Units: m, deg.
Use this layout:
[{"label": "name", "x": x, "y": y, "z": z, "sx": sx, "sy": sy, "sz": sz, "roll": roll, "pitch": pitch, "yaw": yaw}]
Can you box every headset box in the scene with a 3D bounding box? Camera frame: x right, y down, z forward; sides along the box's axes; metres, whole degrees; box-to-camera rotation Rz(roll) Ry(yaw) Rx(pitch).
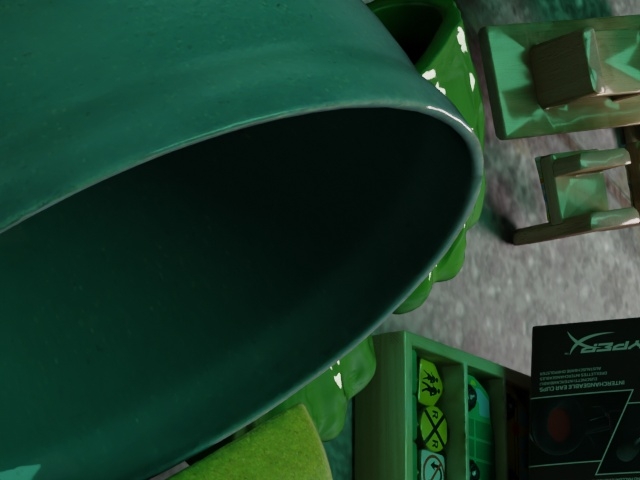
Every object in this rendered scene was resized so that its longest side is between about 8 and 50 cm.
[{"label": "headset box", "x": 0.199, "y": 0.222, "z": 1.147, "sx": 0.218, "sy": 0.110, "sz": 0.293, "roll": 54, "pitch": 36, "yaw": -55}]

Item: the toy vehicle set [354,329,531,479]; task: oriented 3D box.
[{"label": "toy vehicle set", "x": 0.080, "y": 0.199, "z": 1.104, "sx": 0.166, "sy": 0.035, "sz": 0.267, "roll": 21, "pitch": 64, "yaw": -51}]

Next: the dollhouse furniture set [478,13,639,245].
[{"label": "dollhouse furniture set", "x": 0.198, "y": -0.113, "z": 1.315, "sx": 0.242, "sy": 0.161, "sz": 0.212, "roll": -8, "pitch": 87, "yaw": -34}]

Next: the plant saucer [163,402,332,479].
[{"label": "plant saucer", "x": -0.056, "y": 0.186, "z": 0.826, "sx": 0.188, "sy": 0.045, "sz": 0.188, "roll": -24, "pitch": 132, "yaw": -55}]

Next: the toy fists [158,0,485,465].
[{"label": "toy fists", "x": 0.000, "y": 0.000, "z": 0.966, "sx": 0.279, "sy": 0.096, "sz": 0.142, "roll": -52, "pitch": 139, "yaw": -40}]

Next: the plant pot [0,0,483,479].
[{"label": "plant pot", "x": -0.113, "y": -0.037, "z": 0.716, "sx": 0.293, "sy": 0.293, "sz": 0.196, "roll": 2, "pitch": 53, "yaw": -55}]
